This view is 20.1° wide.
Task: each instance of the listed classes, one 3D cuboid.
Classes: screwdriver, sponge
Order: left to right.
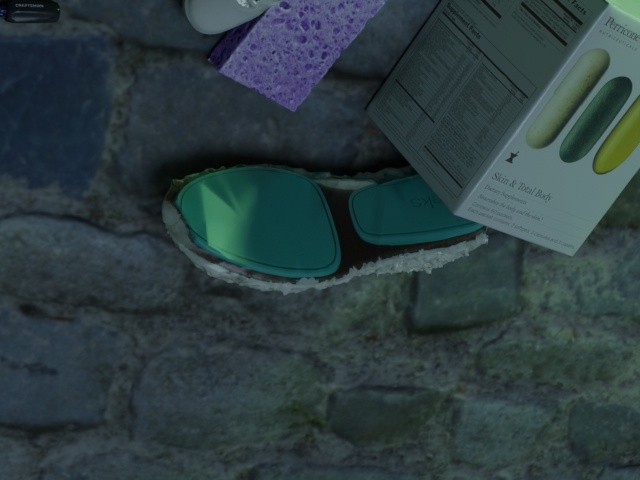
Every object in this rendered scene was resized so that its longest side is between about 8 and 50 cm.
[{"bbox_3d":[-0.314,-0.209,1.617,0.170,0.024,0.025,2,95,-28],"label":"screwdriver"},{"bbox_3d":[-0.005,-0.231,1.796,0.210,0.031,0.117,-50,137,13],"label":"sponge"}]

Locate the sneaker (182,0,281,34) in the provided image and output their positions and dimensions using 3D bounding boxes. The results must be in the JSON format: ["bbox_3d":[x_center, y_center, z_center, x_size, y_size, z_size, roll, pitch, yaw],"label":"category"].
[{"bbox_3d":[-0.036,-0.257,1.685,0.212,0.094,0.080,-33,118,7],"label":"sneaker"}]

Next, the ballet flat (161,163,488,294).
[{"bbox_3d":[0.000,0.000,1.940,0.409,0.147,0.147,-1,127,-33],"label":"ballet flat"}]

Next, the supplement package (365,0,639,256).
[{"bbox_3d":[0.229,-0.160,1.893,0.199,0.198,0.262,18,115,-42],"label":"supplement package"}]
